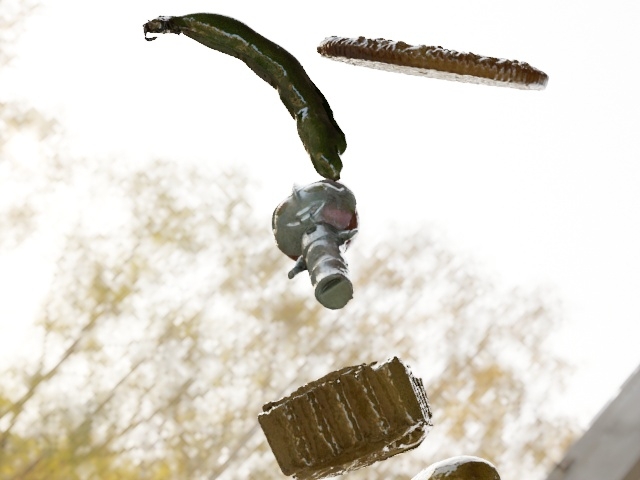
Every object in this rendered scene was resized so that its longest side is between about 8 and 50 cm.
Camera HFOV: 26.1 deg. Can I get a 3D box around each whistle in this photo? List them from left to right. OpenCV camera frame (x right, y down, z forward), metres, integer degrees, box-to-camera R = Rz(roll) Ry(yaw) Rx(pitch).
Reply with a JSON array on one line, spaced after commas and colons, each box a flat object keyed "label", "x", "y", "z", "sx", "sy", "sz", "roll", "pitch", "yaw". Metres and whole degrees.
[{"label": "whistle", "x": 0.001, "y": 0.000, "z": 2.161, "sx": 0.346, "sy": 0.142, "sz": 0.133, "roll": -106, "pitch": -174, "yaw": -61}]

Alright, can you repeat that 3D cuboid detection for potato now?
[{"label": "potato", "x": 0.237, "y": 0.432, "z": 2.329, "sx": 0.158, "sy": 0.203, "sz": 0.178, "roll": -56, "pitch": -130, "yaw": 33}]

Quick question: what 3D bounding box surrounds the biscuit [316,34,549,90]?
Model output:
[{"label": "biscuit", "x": 0.144, "y": -0.230, "z": 1.775, "sx": 0.305, "sy": 0.038, "sz": 0.305, "roll": 8, "pitch": 5, "yaw": -1}]

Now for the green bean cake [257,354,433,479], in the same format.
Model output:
[{"label": "green bean cake", "x": 0.042, "y": 0.256, "z": 1.944, "sx": 0.224, "sy": 0.230, "sz": 0.131, "roll": 55, "pitch": 13, "yaw": -75}]

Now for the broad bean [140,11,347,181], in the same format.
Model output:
[{"label": "broad bean", "x": -0.063, "y": -0.177, "z": 1.585, "sx": 0.292, "sy": 0.144, "sz": 0.049, "roll": 40, "pitch": -52, "yaw": 10}]
